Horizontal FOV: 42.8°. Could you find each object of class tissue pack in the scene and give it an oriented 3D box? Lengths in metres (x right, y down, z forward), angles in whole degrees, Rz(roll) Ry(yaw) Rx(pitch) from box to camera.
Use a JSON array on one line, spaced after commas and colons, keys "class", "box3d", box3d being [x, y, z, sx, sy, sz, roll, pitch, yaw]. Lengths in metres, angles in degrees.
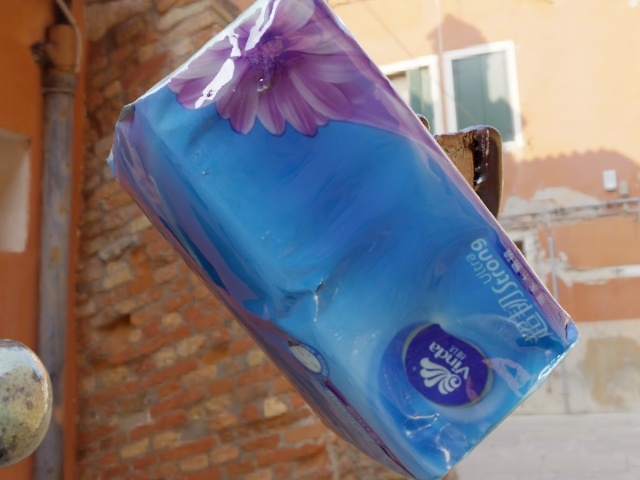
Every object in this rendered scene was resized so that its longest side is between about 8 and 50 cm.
[{"class": "tissue pack", "box3d": [0.000, 0.000, 0.521, 0.146, 0.263, 0.198, -42, 9, -14]}]

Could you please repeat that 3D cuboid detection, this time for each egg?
[{"class": "egg", "box3d": [-0.427, 0.212, 1.081, 0.141, 0.182, 0.141, -6, -39, -5]}]

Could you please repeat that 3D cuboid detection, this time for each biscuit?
[{"class": "biscuit", "box3d": [0.168, -0.089, 1.102, 0.063, 0.151, 0.235, 8, 8, 40]}]
